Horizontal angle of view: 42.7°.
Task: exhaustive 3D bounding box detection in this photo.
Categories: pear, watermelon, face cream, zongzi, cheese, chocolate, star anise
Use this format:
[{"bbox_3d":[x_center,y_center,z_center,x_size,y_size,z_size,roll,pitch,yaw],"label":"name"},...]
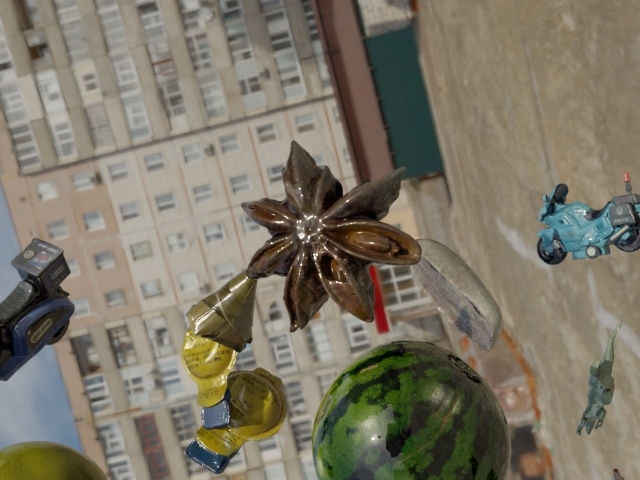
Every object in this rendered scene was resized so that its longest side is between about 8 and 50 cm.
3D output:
[{"bbox_3d":[-0.526,0.500,1.497,0.294,0.294,0.294,-14,-90,-85],"label":"pear"},{"bbox_3d":[0.125,0.285,1.162,0.285,0.285,0.285,-14,-90,-85],"label":"watermelon"},{"bbox_3d":[0.670,0.544,1.835,0.040,0.021,0.083,43,-158,-14],"label":"face cream"},{"bbox_3d":[-0.141,0.124,1.514,0.078,0.176,0.160,52,-173,30],"label":"zongzi"},{"bbox_3d":[-0.224,0.257,1.670,0.064,0.157,0.250,20,-122,-53],"label":"cheese"},{"bbox_3d":[0.333,0.120,1.971,0.303,0.100,0.185,50,161,28],"label":"chocolate"},{"bbox_3d":[0.006,-0.018,1.248,0.108,0.315,0.315,20,-127,-60],"label":"star anise"},{"bbox_3d":[-0.172,0.364,1.698,0.270,0.177,0.069,-49,-16,-44],"label":"cheese"}]

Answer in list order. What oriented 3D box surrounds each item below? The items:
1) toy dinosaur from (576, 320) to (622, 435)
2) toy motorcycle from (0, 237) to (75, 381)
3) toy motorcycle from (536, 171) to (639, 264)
[{"bbox_3d":[0.546,0.269,1.589,0.167,0.053,0.242,12,-90,-70],"label":"toy dinosaur"},{"bbox_3d":[-0.638,0.177,1.630,0.358,0.125,0.212,-53,-29,-35],"label":"toy motorcycle"},{"bbox_3d":[0.599,-0.049,1.830,0.124,0.272,0.182,-3,-97,-49],"label":"toy motorcycle"}]
